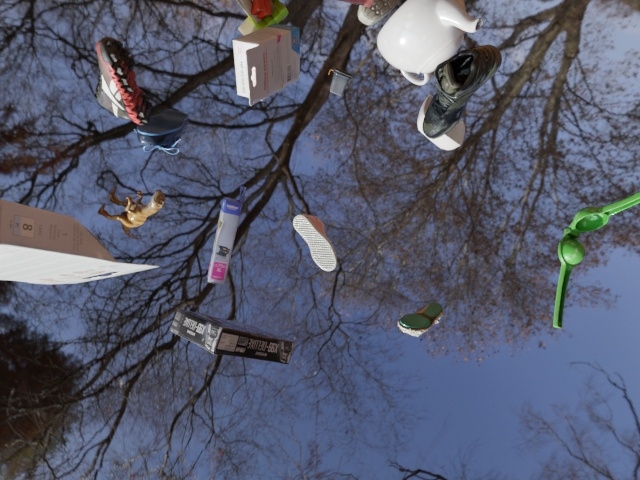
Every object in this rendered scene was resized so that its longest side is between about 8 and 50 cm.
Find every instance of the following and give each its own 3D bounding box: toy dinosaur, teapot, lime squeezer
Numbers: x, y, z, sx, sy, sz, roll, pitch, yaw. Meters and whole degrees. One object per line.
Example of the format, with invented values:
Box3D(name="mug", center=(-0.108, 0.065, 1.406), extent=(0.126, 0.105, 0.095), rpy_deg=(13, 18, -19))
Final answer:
Box3D(name="toy dinosaur", center=(-0.395, -0.046, 0.896), extent=(0.112, 0.211, 0.064), rpy_deg=(35, -131, -27))
Box3D(name="teapot", center=(0.283, -0.527, 1.139), extent=(0.187, 0.252, 0.256), rpy_deg=(50, -148, -5))
Box3D(name="lime squeezer", center=(0.492, 0.009, 0.792), extent=(0.058, 0.311, 0.110), rpy_deg=(13, -157, -38))

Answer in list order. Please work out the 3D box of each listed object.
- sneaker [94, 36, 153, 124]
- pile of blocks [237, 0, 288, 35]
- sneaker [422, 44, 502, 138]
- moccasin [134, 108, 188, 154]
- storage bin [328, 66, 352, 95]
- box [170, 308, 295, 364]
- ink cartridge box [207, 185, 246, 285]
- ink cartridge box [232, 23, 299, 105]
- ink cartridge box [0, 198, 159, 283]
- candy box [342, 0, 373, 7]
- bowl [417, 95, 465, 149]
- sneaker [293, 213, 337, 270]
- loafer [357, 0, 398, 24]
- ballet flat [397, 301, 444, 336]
Box3D(name="sneaker", center=(-0.562, -0.427, 1.182), extent=(0.135, 0.276, 0.098), rpy_deg=(7, -116, -1))
Box3D(name="pile of blocks", center=(-0.135, -0.535, 1.169), extent=(0.148, 0.362, 0.113), rpy_deg=(-30, -112, -16))
Box3D(name="sneaker", center=(0.268, -0.310, 0.925), extent=(0.130, 0.227, 0.087), rpy_deg=(-18, -112, -37))
Box3D(name="moccasin", center=(-0.518, -0.357, 1.480), extent=(0.137, 0.117, 0.342), rpy_deg=(17, -156, -2))
Box3D(name="storage bin", center=(0.074, -0.674, 1.847), extent=(0.098, 0.091, 0.135), rpy_deg=(19, -156, -9))
Box3D(name="box", center=(-0.271, 0.302, 1.363), extent=(0.307, 0.242, 0.077), rpy_deg=(26, -103, -47))
Box3D(name="ink cartridge box", center=(-0.306, -0.030, 1.409), extent=(0.065, 0.311, 0.186), rpy_deg=(14, -175, -15))
Box3D(name="ink cartridge box", center=(-0.110, -0.342, 0.839), extent=(0.061, 0.104, 0.181), rpy_deg=(20, -138, 20))
Box3D(name="ink cartridge box", center=(-0.603, 0.023, 0.949), extent=(0.385, 0.308, 0.091), rpy_deg=(21, -120, -65))
Box3D(name="candy box", center=(-0.024, -0.603, 0.847), extent=(0.182, 0.087, 0.317), rpy_deg=(-20, -111, -43))
Box3D(name="bowl", center=(0.318, -0.310, 1.174), extent=(0.142, 0.053, 0.142), rpy_deg=(36, -136, -11))
Box3D(name="sneaker", center=(0.000, 0.000, 0.916), extent=(0.134, 0.051, 0.070), rpy_deg=(55, -159, 8))
Box3D(name="loafer", center=(0.210, -0.823, 1.446), extent=(0.112, 0.111, 0.320), rpy_deg=(37, -111, -13))
Box3D(name="ballet flat", center=(0.335, 0.275, 1.443), extent=(0.240, 0.077, 0.091), rpy_deg=(-13, -146, -43))
